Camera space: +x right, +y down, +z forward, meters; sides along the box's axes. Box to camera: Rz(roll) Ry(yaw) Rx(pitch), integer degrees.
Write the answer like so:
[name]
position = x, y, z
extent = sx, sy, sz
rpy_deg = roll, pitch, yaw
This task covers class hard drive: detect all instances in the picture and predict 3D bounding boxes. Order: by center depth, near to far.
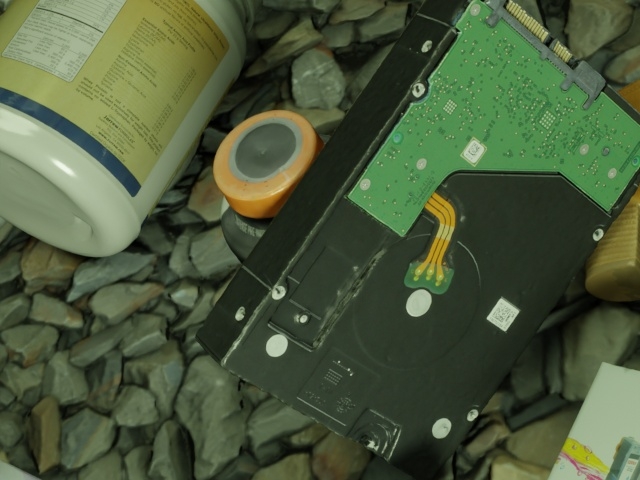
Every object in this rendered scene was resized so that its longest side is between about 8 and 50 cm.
[hard drive]
position = 0.090, -0.005, 1.090
extent = 0.339, 0.237, 0.064
rpy_deg = -56, 34, 2

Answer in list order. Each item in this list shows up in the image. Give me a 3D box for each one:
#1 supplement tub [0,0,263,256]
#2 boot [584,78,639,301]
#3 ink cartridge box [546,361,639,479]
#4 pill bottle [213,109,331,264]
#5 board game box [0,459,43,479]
[supplement tub]
position = -0.213, -0.168, 1.421
extent = 0.228, 0.228, 0.316
rpy_deg = 14, 62, 33
[boot]
position = 0.347, -0.065, 1.151
extent = 0.295, 0.104, 0.211
rpy_deg = -8, 53, 26
[ink cartridge box]
position = 0.232, 0.199, 0.991
extent = 0.127, 0.128, 0.176
rpy_deg = 15, 62, 34
[pill bottle]
position = 0.000, 0.000, 1.176
extent = 0.130, 0.245, 0.130
rpy_deg = -14, 50, 17
[board game box]
position = -0.348, 0.239, 1.073
extent = 0.318, 0.319, 0.066
rpy_deg = -25, 48, 29
